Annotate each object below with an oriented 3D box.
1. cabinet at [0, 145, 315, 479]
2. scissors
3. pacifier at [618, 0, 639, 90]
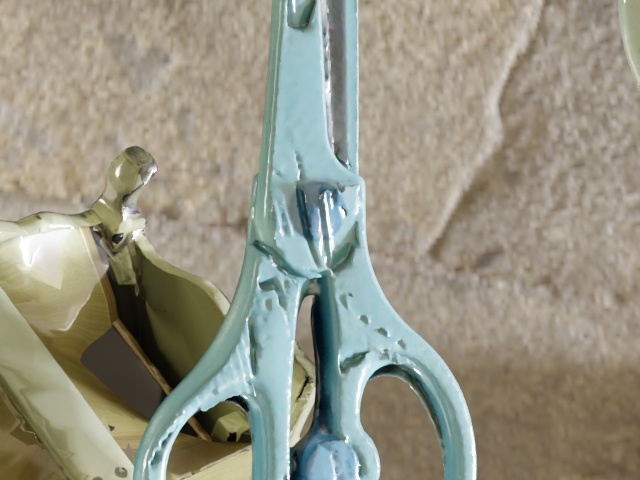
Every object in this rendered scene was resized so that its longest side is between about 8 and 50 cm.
[{"bbox_3d":[-0.203,0.149,1.082,0.290,0.227,0.318,-20,147,-38],"label":"cabinet"},{"bbox_3d":[0.000,0.000,0.860,0.180,0.393,0.032,3,178,-25],"label":"scissors"},{"bbox_3d":[0.148,-0.048,0.432,0.150,0.116,0.127,25,98,-3],"label":"pacifier"}]
